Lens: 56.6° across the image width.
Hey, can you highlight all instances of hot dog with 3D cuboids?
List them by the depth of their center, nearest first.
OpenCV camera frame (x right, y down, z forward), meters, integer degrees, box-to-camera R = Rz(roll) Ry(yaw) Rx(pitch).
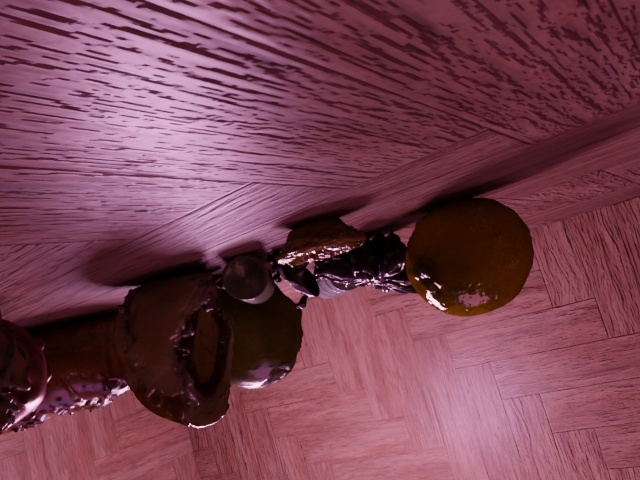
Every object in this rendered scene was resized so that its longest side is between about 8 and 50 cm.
[{"bbox_3d":[-0.517,0.268,1.203,0.366,0.196,0.367,-16,176,-26],"label":"hot dog"}]

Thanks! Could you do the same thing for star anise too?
[{"bbox_3d":[0.106,0.040,1.134,0.236,0.108,0.223,-4,159,44],"label":"star anise"}]

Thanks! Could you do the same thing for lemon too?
[{"bbox_3d":[0.241,0.026,0.967,0.231,0.192,0.192,-18,175,-40],"label":"lemon"}]

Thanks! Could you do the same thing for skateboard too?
[{"bbox_3d":[-0.034,0.055,1.023,0.080,0.067,0.151,-21,148,10],"label":"skateboard"}]

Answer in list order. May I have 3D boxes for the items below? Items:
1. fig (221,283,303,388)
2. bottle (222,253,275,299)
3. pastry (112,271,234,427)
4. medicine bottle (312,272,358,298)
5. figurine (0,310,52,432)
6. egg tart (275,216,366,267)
[{"bbox_3d":[-0.172,0.198,1.281,0.271,0.239,0.239,3,171,-1],"label":"fig"},{"bbox_3d":[-0.116,0.070,1.006,0.072,0.072,0.201,-16,173,-3],"label":"bottle"},{"bbox_3d":[-0.233,0.168,0.946,0.170,0.236,0.256,2,174,4],"label":"pastry"},{"bbox_3d":[0.036,0.085,1.376,0.086,0.086,0.183,-14,172,-15],"label":"medicine bottle"},{"bbox_3d":[-0.422,0.154,0.719,0.207,0.166,0.387,14,171,5],"label":"figurine"},{"bbox_3d":[0.000,0.000,0.819,0.131,0.052,0.130,-14,173,-2],"label":"egg tart"}]
